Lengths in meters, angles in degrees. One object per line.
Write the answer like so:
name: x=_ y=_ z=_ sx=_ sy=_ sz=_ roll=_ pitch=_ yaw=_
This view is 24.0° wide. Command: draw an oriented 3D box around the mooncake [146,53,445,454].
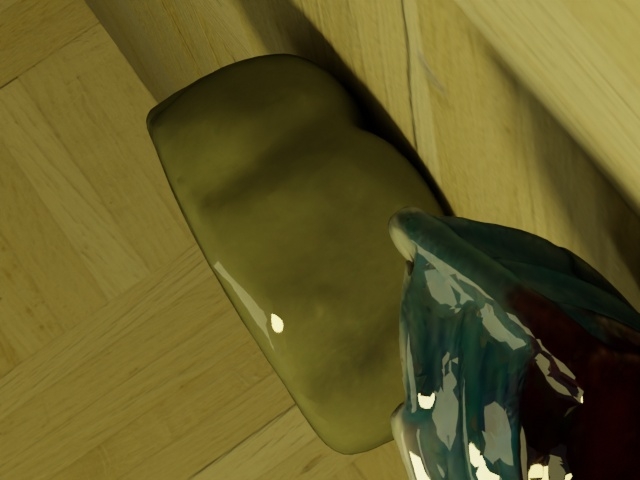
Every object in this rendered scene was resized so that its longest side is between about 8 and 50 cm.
mooncake: x=0.000 y=0.000 z=0.959 sx=0.275 sy=0.135 sz=0.275 roll=57 pitch=178 yaw=4

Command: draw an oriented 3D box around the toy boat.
toy boat: x=0.106 y=0.104 z=0.628 sx=0.142 sy=0.129 sz=0.309 roll=25 pitch=153 yaw=53
